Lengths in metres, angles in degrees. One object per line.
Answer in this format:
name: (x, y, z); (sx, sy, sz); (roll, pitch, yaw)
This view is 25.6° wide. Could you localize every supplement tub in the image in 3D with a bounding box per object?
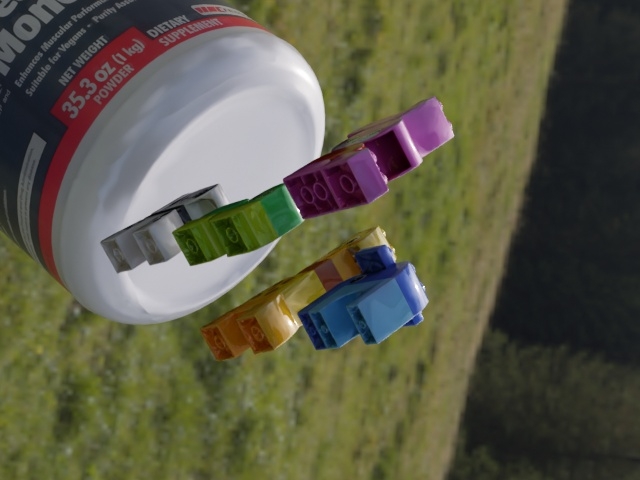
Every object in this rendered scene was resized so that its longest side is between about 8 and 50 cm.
supplement tub: (-0.149, -0.094, 0.859); (0.191, 0.272, 0.191); (-36, 147, -28)

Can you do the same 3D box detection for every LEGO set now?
LEGO set: (0.000, 0.000, 0.653); (0.093, 0.227, 0.087); (-34, 101, -32)
